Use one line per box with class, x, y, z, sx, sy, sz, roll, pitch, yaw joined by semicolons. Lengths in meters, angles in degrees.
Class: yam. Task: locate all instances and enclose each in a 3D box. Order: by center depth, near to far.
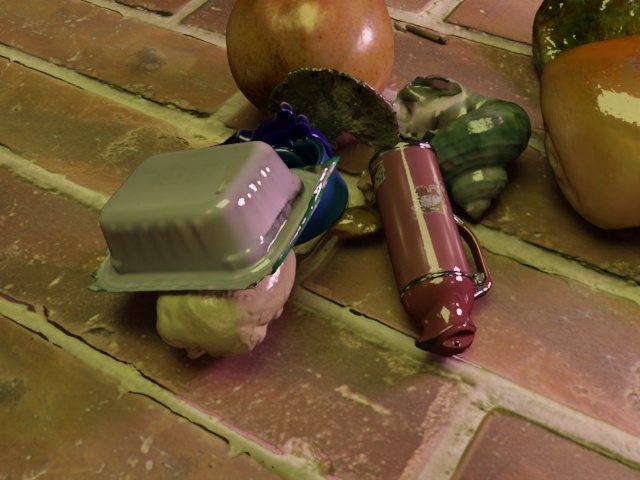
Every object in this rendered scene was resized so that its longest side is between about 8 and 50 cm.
yam;0.219;-0.424;1.799;0.107;0.014;0.014;29;55;30

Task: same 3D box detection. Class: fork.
fork;-0.006;-0.003;1.398;0.028;0.034;0.219;23;52;16

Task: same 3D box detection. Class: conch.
conch;0.238;-0.165;1.442;0.220;0.195;0.277;-10;70;0

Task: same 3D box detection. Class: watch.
watch;-0.062;-0.090;1.401;0.196;0.171;0.200;-30;37;21

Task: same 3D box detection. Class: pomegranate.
pomegranate;-0.019;-0.331;1.550;0.319;0.319;0.319;-3;45;3

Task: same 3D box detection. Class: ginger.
ginger;0.092;-0.070;1.434;0.214;0.059;0.133;-26;55;-22

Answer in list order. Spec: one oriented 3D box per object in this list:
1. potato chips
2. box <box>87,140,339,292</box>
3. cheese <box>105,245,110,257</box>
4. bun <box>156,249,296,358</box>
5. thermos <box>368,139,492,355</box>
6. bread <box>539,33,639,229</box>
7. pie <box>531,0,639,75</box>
potato chips;0.019;-0.195;1.452;0.219;0.202;0.029;-3;32;17
box;-0.173;-0.051;1.234;0.336;0.106;0.264;-3;39;31
cheese;-0.221;0.027;1.393;0.256;0.037;0.106;5;49;7
bun;-0.136;0.080;1.253;0.229;0.145;0.229;-11;31;7
thermos;0.164;0.019;1.293;0.109;0.136;0.330;-31;54;30
bread;0.537;-0.186;1.365;0.375;0.253;0.348;-5;49;4
pie;0.508;-0.391;1.598;0.277;0.078;0.277;-23;57;40
